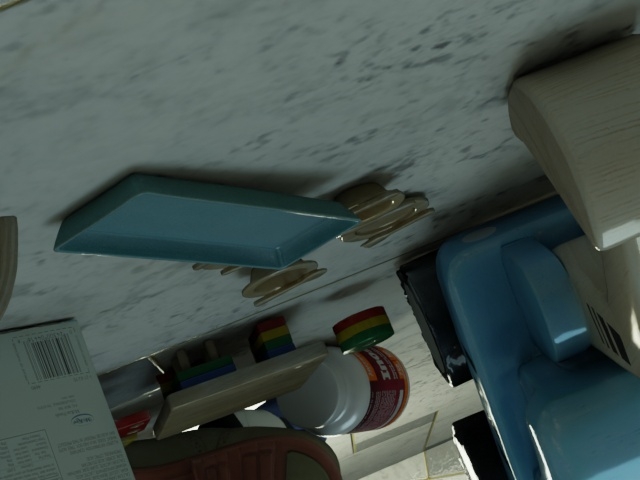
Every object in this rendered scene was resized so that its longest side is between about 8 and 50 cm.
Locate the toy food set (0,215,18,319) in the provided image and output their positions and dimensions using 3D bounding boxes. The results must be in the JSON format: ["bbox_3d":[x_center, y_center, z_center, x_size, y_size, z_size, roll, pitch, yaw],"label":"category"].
[{"bbox_3d":[-0.293,0.050,0.564,0.306,0.092,0.219,-2,158,-36],"label":"toy food set"}]

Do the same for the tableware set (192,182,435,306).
[{"bbox_3d":[0.000,0.000,0.949,0.141,0.020,0.168,-24,167,9],"label":"tableware set"}]

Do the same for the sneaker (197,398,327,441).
[{"bbox_3d":[-0.107,0.307,1.497,0.127,0.316,0.182,3,173,41],"label":"sneaker"}]

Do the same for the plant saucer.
[{"bbox_3d":[-0.057,-0.009,0.796,0.067,0.018,0.192,-31,161,30],"label":"plant saucer"}]

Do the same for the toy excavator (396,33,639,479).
[{"bbox_3d":[0.202,0.059,0.996,0.222,0.433,0.445,-21,-165,-4],"label":"toy excavator"}]

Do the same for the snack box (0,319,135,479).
[{"bbox_3d":[-0.247,0.161,0.818,0.322,0.187,0.060,-9,161,-45],"label":"snack box"}]

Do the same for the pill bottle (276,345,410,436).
[{"bbox_3d":[0.021,0.143,1.401,0.086,0.086,0.152,-28,166,21],"label":"pill bottle"}]

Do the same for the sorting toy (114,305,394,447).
[{"bbox_3d":[-0.082,0.111,1.197,0.274,0.046,0.132,-19,167,-17],"label":"sorting toy"}]

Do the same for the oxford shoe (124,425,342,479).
[{"bbox_3d":[-0.173,0.246,1.329,0.397,0.141,0.146,-5,-175,2],"label":"oxford shoe"}]
